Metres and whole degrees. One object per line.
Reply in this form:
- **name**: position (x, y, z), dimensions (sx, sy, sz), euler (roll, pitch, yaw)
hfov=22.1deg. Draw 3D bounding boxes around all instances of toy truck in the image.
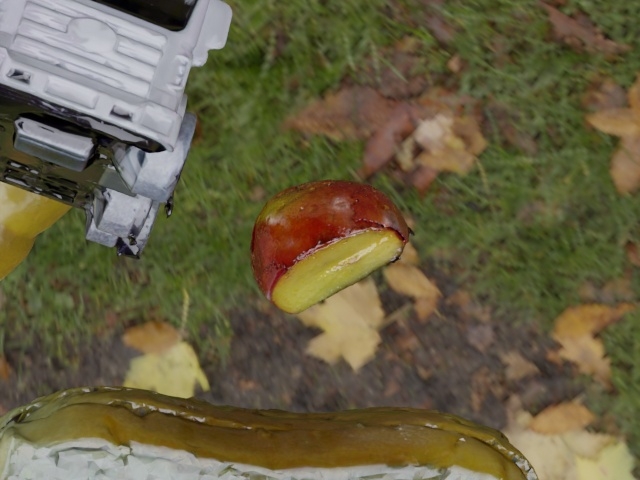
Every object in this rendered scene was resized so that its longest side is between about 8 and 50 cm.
- **toy truck**: position (-0.109, -0.069, 0.725), dimensions (0.114, 0.253, 0.124), euler (19, 77, -10)

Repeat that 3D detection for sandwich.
- **sandwich**: position (-0.032, 0.214, 0.832), dimensions (0.301, 0.099, 0.271), euler (5, 102, -10)

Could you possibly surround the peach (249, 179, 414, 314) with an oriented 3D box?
- **peach**: position (0.000, 0.000, 0.837), dimensions (0.050, 0.083, 0.077), euler (43, 71, -44)

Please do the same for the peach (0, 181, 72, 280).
- **peach**: position (-0.251, -0.063, 1.260), dimensions (0.251, 0.251, 0.153), euler (-46, 118, 5)
